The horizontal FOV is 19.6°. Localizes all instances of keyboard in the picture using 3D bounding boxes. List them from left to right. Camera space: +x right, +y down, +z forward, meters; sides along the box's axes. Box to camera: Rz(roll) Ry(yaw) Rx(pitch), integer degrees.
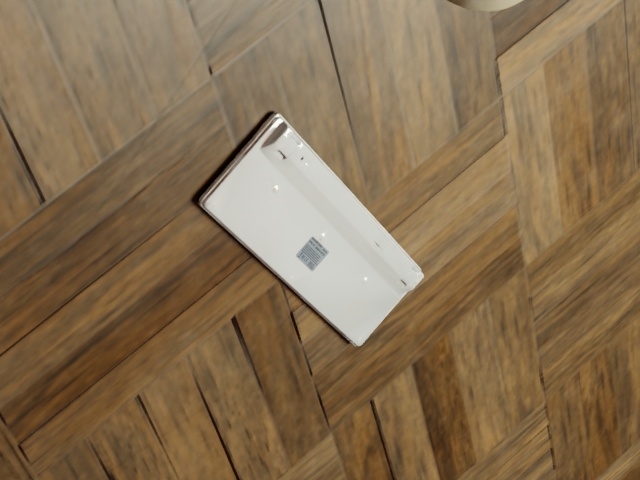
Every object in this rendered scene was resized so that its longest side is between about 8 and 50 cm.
[{"bbox_3d":[0.000,0.000,1.197,0.072,0.014,0.256,-44,147,0],"label":"keyboard"}]

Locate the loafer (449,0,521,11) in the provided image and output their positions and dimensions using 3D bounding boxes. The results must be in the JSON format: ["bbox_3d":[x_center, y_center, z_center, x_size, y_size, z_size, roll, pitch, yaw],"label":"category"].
[{"bbox_3d":[0.167,-0.239,1.071,0.268,0.102,0.092,-42,153,-11],"label":"loafer"}]
